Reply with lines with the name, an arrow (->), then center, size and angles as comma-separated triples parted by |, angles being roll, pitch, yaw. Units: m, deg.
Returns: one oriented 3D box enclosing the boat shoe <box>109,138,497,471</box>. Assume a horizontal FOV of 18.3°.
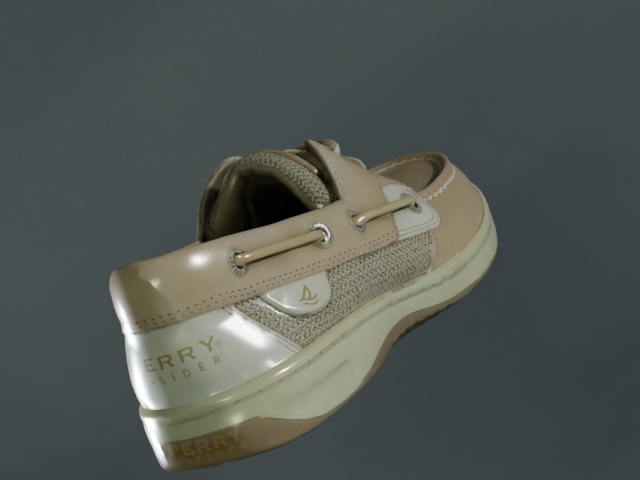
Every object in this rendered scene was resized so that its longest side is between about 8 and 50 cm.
boat shoe -> 0.000, 0.000, 1.005 | 0.122, 0.110, 0.341 | -18, 10, 23
